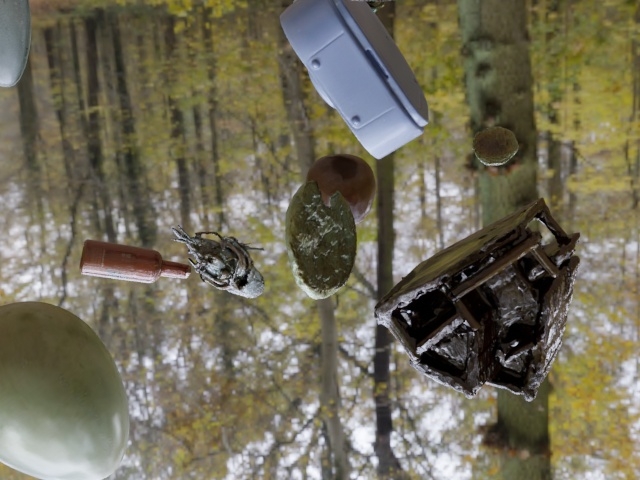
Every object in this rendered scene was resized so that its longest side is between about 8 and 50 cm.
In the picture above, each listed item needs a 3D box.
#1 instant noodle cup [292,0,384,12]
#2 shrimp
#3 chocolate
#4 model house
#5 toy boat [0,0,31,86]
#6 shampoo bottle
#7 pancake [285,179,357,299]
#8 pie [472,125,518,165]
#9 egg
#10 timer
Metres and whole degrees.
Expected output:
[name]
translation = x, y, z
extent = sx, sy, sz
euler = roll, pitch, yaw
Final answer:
[instant noodle cup]
translation = 0.027, -0.596, 2.128
extent = 0.240, 0.178, 0.240
euler = 18, -138, -17
[shrimp]
translation = -0.246, 0.042, 2.178
extent = 0.137, 0.172, 0.372
euler = 47, -179, 32
[chocolate]
translation = 0.052, -0.113, 1.910
extent = 0.177, 0.176, 0.177
euler = -3, -166, 1
[model house]
translation = 0.307, 0.135, 1.394
extent = 0.297, 0.282, 0.317
euler = -28, -176, 35
[toy boat]
translation = -0.409, -0.322, 1.040
extent = 0.078, 0.260, 0.085
euler = -7, 180, -15
[shampoo bottle]
translation = -0.419, 0.053, 1.881
extent = 0.244, 0.085, 0.085
euler = 9, -170, -17
[pancake]
translation = 0.000, 0.000, 1.696
extent = 0.037, 0.253, 0.254
euler = -4, -168, 33
[pie]
translation = 0.319, -0.174, 1.510
extent = 0.084, 0.084, 0.020
euler = -3, 153, 3
[egg]
translation = -0.392, 0.223, 1.186
extent = 0.218, 0.295, 0.218
euler = -39, -169, 9
[timer]
translation = 0.072, -0.375, 1.779
extent = 0.173, 0.395, 0.395
euler = -33, -175, 19
